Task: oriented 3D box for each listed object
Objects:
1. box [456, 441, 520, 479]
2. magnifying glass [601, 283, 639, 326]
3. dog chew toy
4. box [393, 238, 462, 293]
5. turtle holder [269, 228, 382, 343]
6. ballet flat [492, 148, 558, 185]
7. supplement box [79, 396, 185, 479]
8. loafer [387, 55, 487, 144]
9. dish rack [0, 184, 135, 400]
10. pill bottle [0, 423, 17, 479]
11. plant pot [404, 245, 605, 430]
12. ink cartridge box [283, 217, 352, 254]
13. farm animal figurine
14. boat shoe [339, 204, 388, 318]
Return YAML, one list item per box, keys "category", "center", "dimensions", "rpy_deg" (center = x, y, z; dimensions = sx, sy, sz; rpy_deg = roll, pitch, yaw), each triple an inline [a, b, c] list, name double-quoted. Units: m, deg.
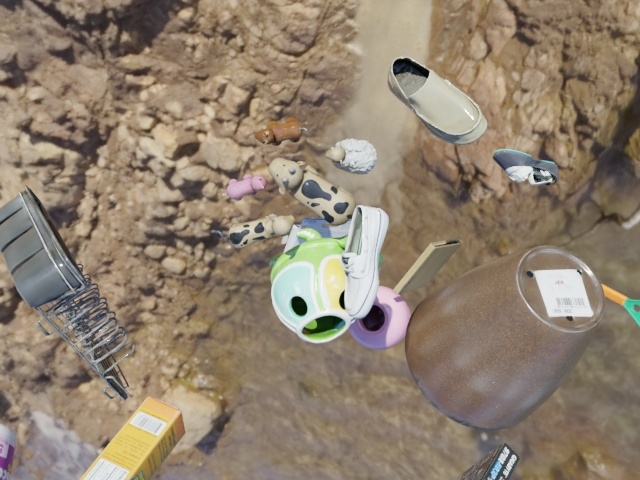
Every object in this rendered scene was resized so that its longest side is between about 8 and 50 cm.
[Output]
- category: "box"
  center: [0.328, 0.553, 1.286]
  dimensions: [0.051, 0.220, 0.175]
  rpy_deg: [44, 126, 14]
- category: "magnifying glass"
  center: [0.856, 0.180, 1.621]
  dimensions: [0.231, 0.026, 0.092]
  rpy_deg: [36, 117, 46]
- category: "dog chew toy"
  center: [0.210, 0.257, 1.987]
  dimensions: [0.207, 0.332, 0.206]
  rpy_deg: [-2, 84, 18]
- category: "box"
  center: [0.322, 0.077, 1.777]
  dimensions: [0.021, 0.164, 0.201]
  rpy_deg: [50, 125, 26]
- category: "turtle holder"
  center: [0.027, 0.118, 1.499]
  dimensions: [0.321, 0.227, 0.243]
  rpy_deg: [-19, 137, 13]
- category: "ballet flat"
  center: [0.514, -0.174, 1.472]
  dimensions: [0.203, 0.074, 0.074]
  rpy_deg: [9, 141, -28]
- category: "supplement box"
  center: [-0.323, 0.377, 0.986]
  dimensions: [0.080, 0.233, 0.078]
  rpy_deg: [19, 131, 19]
- category: "loafer"
  center: [0.235, -0.301, 1.265]
  dimensions: [0.268, 0.092, 0.102]
  rpy_deg: [42, 96, 26]
- category: "dish rack"
  center: [-0.319, 0.081, 0.774]
  dimensions: [0.208, 0.074, 0.271]
  rpy_deg: [42, 159, 42]
- category: "pill bottle"
  center: [-0.698, 0.517, 1.144]
  dimensions: [0.169, 0.301, 0.169]
  rpy_deg: [-5, 144, -4]
- category: "plant pot"
  center: [0.247, 0.108, 0.757]
  dimensions: [0.215, 0.215, 0.230]
  rpy_deg: [35, 149, 7]
- category: "ink cartridge box"
  center: [0.000, 0.000, 1.989]
  dimensions: [0.224, 0.224, 0.045]
  rpy_deg: [-66, 35, 35]
- category: "farm animal figurine"
  center: [-0.059, -0.111, 1.385]
  dimensions: [0.327, 0.172, 0.330]
  rpy_deg: [16, 100, -8]
- category: "boat shoe"
  center: [0.071, 0.039, 1.185]
  dimensions: [0.076, 0.226, 0.083]
  rpy_deg: [17, 168, -34]
